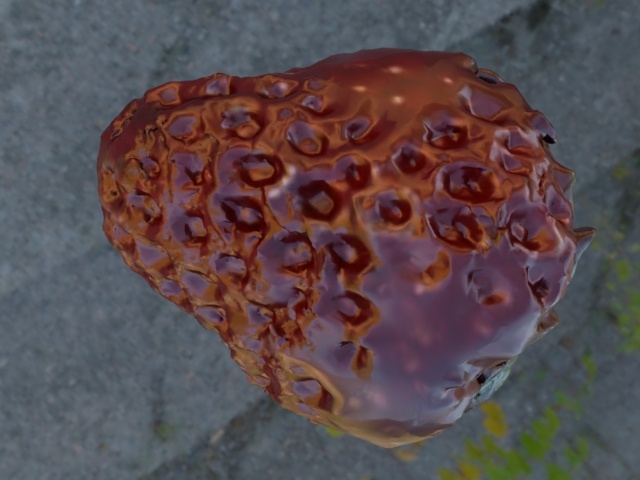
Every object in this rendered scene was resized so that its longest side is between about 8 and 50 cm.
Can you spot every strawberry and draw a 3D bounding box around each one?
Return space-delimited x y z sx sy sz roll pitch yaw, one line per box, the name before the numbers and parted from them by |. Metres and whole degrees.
strawberry | 0.000 0.000 1.006 0.345 0.317 0.295 9 83 -12
